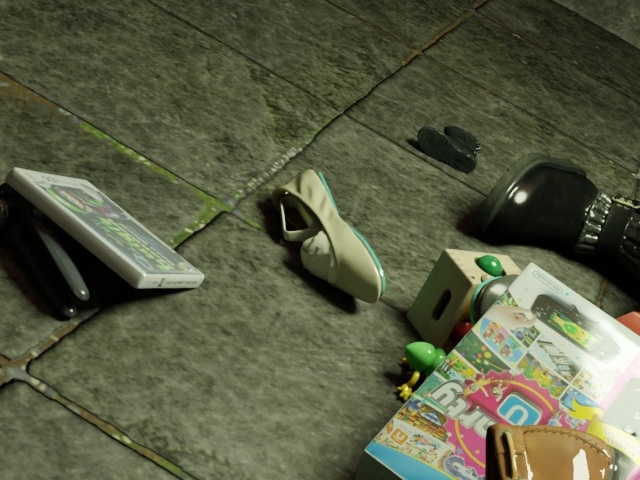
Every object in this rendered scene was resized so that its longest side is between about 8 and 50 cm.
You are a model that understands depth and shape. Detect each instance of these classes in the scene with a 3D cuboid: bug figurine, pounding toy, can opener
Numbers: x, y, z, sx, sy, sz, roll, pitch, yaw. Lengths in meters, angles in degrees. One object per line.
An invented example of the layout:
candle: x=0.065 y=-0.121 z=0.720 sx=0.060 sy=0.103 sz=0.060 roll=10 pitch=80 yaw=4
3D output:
bug figurine: x=0.187 y=0.198 z=1.388 sx=0.216 sy=0.072 sz=0.279 roll=24 pitch=27 yaw=-7
pounding toy: x=0.192 y=0.074 z=1.536 sx=0.130 sy=0.141 sz=0.100 roll=6 pitch=34 yaw=-36
can opener: x=-0.291 y=0.005 z=1.307 sx=0.073 sy=0.059 sz=0.186 roll=0 pitch=37 yaw=-43

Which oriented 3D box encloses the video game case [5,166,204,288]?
video game case: x=-0.230 y=-0.011 z=1.362 sx=0.190 sy=0.022 sz=0.173 roll=38 pitch=8 yaw=13

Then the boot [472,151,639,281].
boot: x=0.411 y=-0.017 z=1.911 sx=0.260 sy=0.131 sz=0.348 roll=40 pitch=29 yaw=25

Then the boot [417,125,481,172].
boot: x=0.216 y=-0.166 z=2.096 sx=0.121 sy=0.045 sz=0.099 roll=31 pitch=28 yaw=-9

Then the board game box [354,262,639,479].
board game box: x=0.211 y=0.197 z=1.248 sx=0.224 sy=0.097 sz=0.303 roll=35 pitch=56 yaw=17

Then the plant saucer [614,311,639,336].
plant saucer: x=0.557 y=0.168 z=1.719 sx=0.258 sy=0.048 sz=0.259 roll=14 pitch=9 yaw=-25

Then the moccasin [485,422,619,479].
moccasin: x=0.155 y=0.312 z=1.010 sx=0.147 sy=0.139 sz=0.380 roll=12 pitch=56 yaw=4

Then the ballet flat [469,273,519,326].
ballet flat: x=0.270 y=0.106 z=1.498 sx=0.096 sy=0.095 sz=0.280 roll=17 pitch=-6 yaw=31

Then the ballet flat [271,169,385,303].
ballet flat: x=0.000 y=0.000 z=1.581 sx=0.086 sy=0.086 sz=0.248 roll=10 pitch=30 yaw=-31
